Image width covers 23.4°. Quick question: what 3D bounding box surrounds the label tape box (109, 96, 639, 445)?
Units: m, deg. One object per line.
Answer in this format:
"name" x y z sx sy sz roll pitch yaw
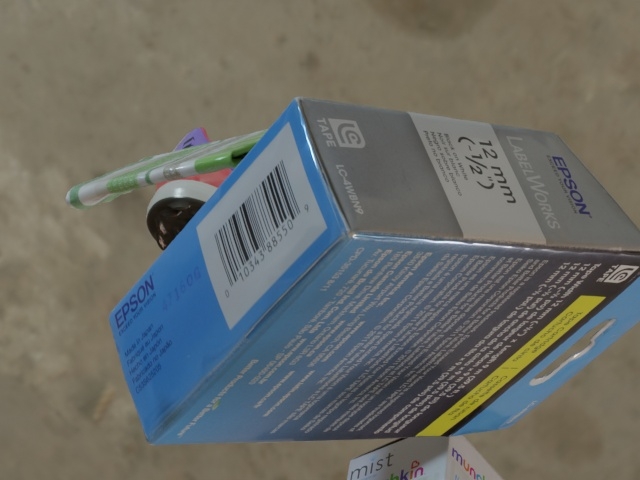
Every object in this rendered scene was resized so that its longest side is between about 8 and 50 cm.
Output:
"label tape box" 0.066 0.033 1.075 0.347 0.249 0.115 2 53 -40

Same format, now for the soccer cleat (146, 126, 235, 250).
"soccer cleat" 0.000 0.000 1.406 0.318 0.108 0.116 24 49 -13

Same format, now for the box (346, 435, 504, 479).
"box" 0.131 0.342 1.404 0.126 0.262 0.231 -26 31 29

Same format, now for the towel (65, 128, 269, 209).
"towel" -0.098 -0.052 1.132 0.152 0.113 0.023 -10 101 32
